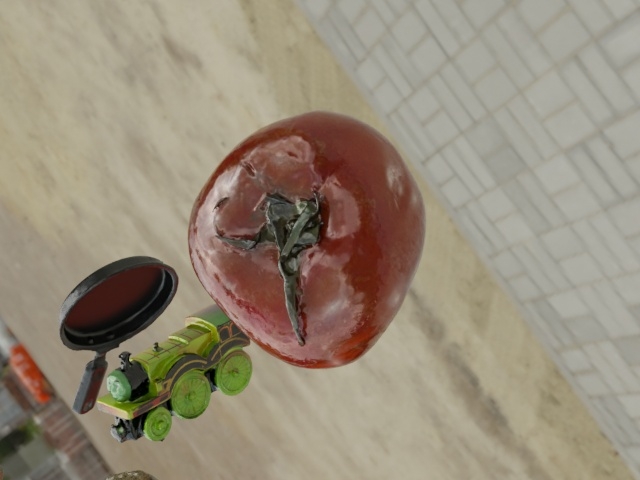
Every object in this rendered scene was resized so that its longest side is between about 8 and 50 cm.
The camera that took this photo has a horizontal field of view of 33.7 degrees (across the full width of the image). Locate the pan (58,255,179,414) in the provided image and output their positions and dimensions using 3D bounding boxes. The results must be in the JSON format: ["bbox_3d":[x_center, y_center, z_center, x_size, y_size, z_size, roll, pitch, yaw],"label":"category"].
[{"bbox_3d":[-0.230,0.101,1.122,0.028,0.136,0.235,50,130,29],"label":"pan"}]

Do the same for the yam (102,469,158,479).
[{"bbox_3d":[-0.150,0.332,1.037,0.238,0.128,0.129,52,170,-22],"label":"yam"}]

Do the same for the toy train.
[{"bbox_3d":[-0.237,0.220,1.757,0.100,0.296,0.160,9,116,41],"label":"toy train"}]

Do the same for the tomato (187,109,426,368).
[{"bbox_3d":[0.000,0.000,0.785,0.187,0.187,0.151,44,-173,24],"label":"tomato"}]

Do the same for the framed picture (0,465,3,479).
[{"bbox_3d":[-0.581,0.436,1.520,0.018,0.265,0.192,44,138,26],"label":"framed picture"}]
